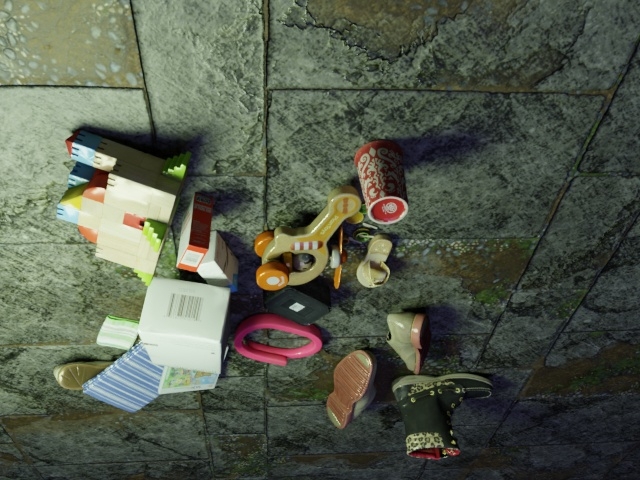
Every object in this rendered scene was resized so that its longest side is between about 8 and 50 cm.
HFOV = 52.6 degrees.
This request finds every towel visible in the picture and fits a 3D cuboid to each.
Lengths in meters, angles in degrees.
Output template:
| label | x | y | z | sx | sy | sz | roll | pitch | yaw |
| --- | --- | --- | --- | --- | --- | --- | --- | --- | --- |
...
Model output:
| label | x | y | z | sx | sy | sz | roll | pitch | yaw |
| --- | --- | --- | --- | --- | --- | --- | --- | --- | --- |
| towel | -0.559 | 0.419 | 2.082 | 0.336 | 0.040 | 0.243 | -37 | 136 | 8 |
| towel | -0.622 | 0.288 | 2.000 | 0.113 | 0.023 | 0.152 | 14 | 137 | -23 |

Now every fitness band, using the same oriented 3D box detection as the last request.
| label | x | y | z | sx | sy | sz | roll | pitch | yaw |
| --- | --- | --- | --- | --- | --- | --- | --- | --- | --- |
| fitness band | -0.134 | 0.316 | 2.068 | 0.290 | 0.054 | 0.209 | 18 | 133 | -27 |

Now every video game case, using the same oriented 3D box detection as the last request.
| label | x | y | z | sx | sy | sz | roll | pitch | yaw |
| --- | --- | --- | --- | --- | --- | --- | --- | --- | --- |
| video game case | -0.416 | 0.419 | 2.113 | 0.193 | 0.023 | 0.212 | 0 | 130 | -29 |

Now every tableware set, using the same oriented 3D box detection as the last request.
| label | x | y | z | sx | sy | sz | roll | pitch | yaw |
| --- | --- | --- | --- | --- | --- | --- | --- | --- | --- |
| tableware set | 0.106 | -0.038 | 1.681 | 0.104 | 0.024 | 0.154 | 19 | 136 | -26 |

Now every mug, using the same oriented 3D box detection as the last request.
| label | x | y | z | sx | sy | sz | roll | pitch | yaw |
| --- | --- | --- | --- | --- | --- | --- | --- | --- | --- |
| mug | 0.155 | -0.122 | 1.470 | 0.150 | 0.169 | 0.113 | 30 | 129 | -35 |

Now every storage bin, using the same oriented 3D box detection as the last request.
| label | x | y | z | sx | sy | sz | roll | pitch | yaw |
| --- | --- | --- | --- | --- | --- | --- | --- | --- | --- |
| storage bin | -0.067 | 0.161 | 1.858 | 0.180 | 0.084 | 0.122 | 30 | 130 | -36 |

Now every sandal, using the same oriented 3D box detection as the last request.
| label | x | y | z | sx | sy | sz | roll | pitch | yaw |
| --- | --- | --- | --- | --- | --- | --- | --- | --- | --- |
| sandal | 0.153 | 0.087 | 1.794 | 0.088 | 0.079 | 0.240 | 1 | 140 | -7 |

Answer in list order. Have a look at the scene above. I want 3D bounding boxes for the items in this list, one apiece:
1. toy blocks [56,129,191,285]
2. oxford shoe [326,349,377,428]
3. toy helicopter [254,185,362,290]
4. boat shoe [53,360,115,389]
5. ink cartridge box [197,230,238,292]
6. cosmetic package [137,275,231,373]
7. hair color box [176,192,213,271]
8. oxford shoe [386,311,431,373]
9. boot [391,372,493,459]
| label | x | y | z | sx | sy | sz | roll | pitch | yaw |
| --- | --- | --- | --- | --- | --- | --- | --- | --- | --- |
| toy blocks | -0.469 | -0.081 | 1.477 | 0.260 | 0.191 | 0.381 | 19 | 135 | -10 |
| oxford shoe | 0.133 | 0.505 | 2.293 | 0.146 | 0.140 | 0.397 | -19 | 145 | -34 |
| toy helicopter | 0.000 | 0.000 | 1.635 | 0.234 | 0.140 | 0.355 | 20 | 130 | -27 |
| boat shoe | -0.719 | 0.446 | 2.134 | 0.302 | 0.109 | 0.098 | 12 | 175 | -36 |
| ink cartridge box | -0.277 | 0.051 | 1.684 | 0.060 | 0.104 | 0.180 | -14 | 140 | 12 |
| cosmetic package | -0.361 | 0.242 | 1.773 | 0.217 | 0.156 | 0.385 | 9 | 155 | -3 |
| hair color box | -0.298 | -0.020 | 1.546 | 0.053 | 0.167 | 0.093 | 15 | 136 | -22 |
| oxford shoe | 0.283 | 0.321 | 2.094 | 0.130 | 0.123 | 0.348 | 14 | 146 | 19 |
| boot | 0.454 | 0.625 | 2.315 | 0.377 | 0.284 | 0.138 | 3 | 140 | -9 |
